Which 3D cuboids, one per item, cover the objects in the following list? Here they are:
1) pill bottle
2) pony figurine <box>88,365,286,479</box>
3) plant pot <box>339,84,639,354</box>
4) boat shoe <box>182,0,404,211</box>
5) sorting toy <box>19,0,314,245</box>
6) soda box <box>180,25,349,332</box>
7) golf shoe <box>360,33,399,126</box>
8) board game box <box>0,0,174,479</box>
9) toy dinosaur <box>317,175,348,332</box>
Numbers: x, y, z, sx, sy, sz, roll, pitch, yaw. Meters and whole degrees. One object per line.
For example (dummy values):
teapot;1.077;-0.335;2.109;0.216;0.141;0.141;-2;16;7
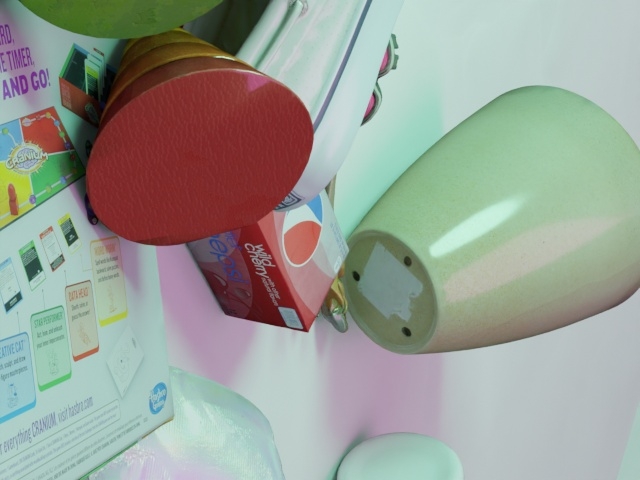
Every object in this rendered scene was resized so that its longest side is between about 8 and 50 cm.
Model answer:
pill bottle;0.090;0.329;1.310;0.131;0.131;0.229;-46;139;-48
pony figurine;-0.025;0.275;0.896;0.351;0.363;0.303;18;90;-48
plant pot;0.154;0.002;1.237;0.274;0.256;0.256;-24;122;-40
boat shoe;-0.025;-0.214;0.779;0.156;0.136;0.367;29;76;-37
sorting toy;-0.094;-0.161;0.582;0.365;0.127;0.126;79;-11;-48
soda box;-0.060;-0.046;0.928;0.092;0.083;0.263;-63;150;-30
golf shoe;0.013;-0.224;0.993;0.120;0.105;0.273;-5;103;-56
board game box;-0.156;-0.038;0.619;0.242;0.064;0.317;-17;102;-77
toy dinosaur;0.000;0.000;1.111;0.112;0.064;0.211;-72;169;-57
